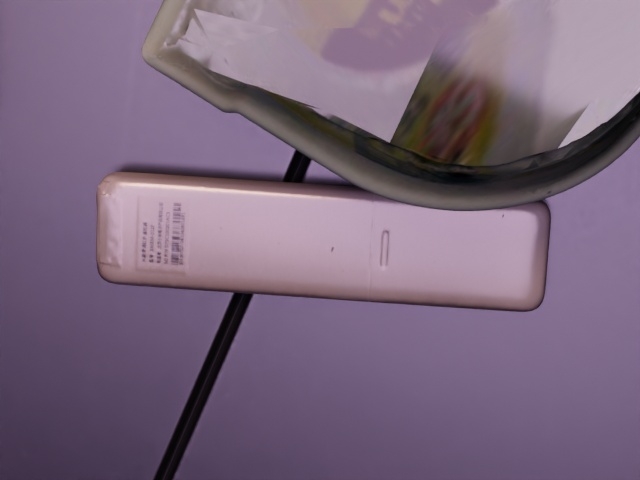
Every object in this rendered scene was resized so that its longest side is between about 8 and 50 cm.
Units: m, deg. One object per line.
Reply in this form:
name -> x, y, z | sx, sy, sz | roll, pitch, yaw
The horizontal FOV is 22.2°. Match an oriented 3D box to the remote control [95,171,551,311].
remote control -> 0.000, 0.000, 0.939 | 0.261, 0.029, 0.067 | 4, 101, 3

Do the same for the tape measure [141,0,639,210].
tape measure -> 0.067, -0.145, 0.846 | 0.262, 0.138, 0.259 | 33, 104, -1
